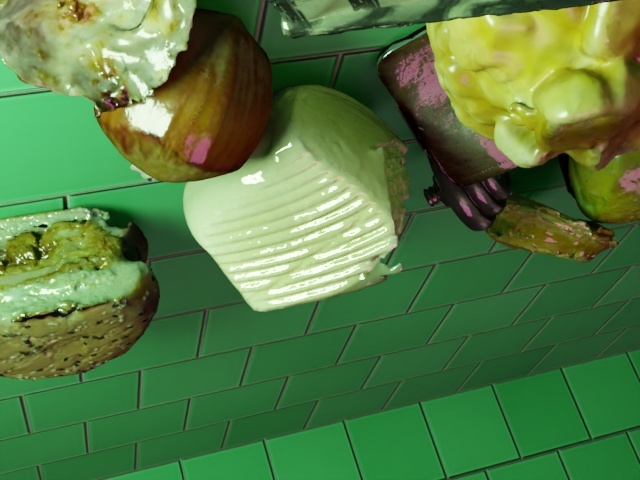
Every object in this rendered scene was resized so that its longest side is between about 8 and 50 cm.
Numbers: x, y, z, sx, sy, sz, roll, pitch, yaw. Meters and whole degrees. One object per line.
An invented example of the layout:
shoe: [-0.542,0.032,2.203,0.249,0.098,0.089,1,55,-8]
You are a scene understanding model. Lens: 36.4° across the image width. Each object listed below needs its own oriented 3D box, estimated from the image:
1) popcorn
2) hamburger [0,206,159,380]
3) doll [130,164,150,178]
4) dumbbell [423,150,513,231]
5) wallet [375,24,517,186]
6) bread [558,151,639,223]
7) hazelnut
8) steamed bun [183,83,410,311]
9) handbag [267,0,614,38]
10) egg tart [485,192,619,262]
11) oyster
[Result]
popcorn: [0.290,-0.262,1.110,0.344,0.354,0.390,-33,-165,4]
hamburger: [-0.403,0.088,1.479,0.317,0.195,0.277,-13,153,-7]
doll: [-0.205,-0.116,1.328,0.127,0.084,0.073,-40,147,23]
dumbbell: [0.335,-0.161,1.497,0.406,0.179,0.179,-30,152,22]
wallet: [0.183,-0.187,1.370,0.137,0.031,0.255,-23,121,23]
bread: [0.602,-0.155,1.679,0.376,0.208,0.251,-9,149,-10]
hazelnut: [-0.153,-0.164,1.154,0.210,0.186,0.210,3,154,1]
steamed bun: [-0.029,-0.084,1.374,0.290,0.272,0.273,-31,117,22]
handbag: [0.129,-0.316,0.826,0.326,0.325,0.163,-7,131,17]
egg tart: [0.396,-0.020,1.761,0.278,0.095,0.279,18,-178,-1]
oyster: [-0.196,-0.272,0.969,0.197,0.133,0.337,11,139,-43]
